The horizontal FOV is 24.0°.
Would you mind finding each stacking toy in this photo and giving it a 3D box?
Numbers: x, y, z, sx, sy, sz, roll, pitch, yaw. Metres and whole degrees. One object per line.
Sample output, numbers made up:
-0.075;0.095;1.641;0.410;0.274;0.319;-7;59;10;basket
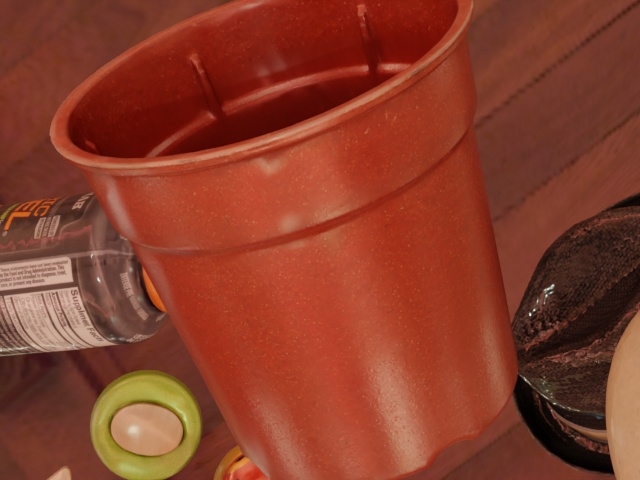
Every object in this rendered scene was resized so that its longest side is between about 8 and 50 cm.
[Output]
-0.180;0.312;1.705;0.279;0.130;0.309;42;85;-6;stacking toy

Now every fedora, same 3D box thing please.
0.304;0.071;1.539;0.334;0.152;0.334;-19;58;33;fedora

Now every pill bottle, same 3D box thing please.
-0.210;0.027;1.261;0.245;0.130;0.131;-7;86;21;pill bottle

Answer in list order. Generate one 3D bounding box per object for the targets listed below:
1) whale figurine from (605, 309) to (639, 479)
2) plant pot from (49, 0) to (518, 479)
0.261;0.078;0.735;0.141;0.272;0.216;-22;89;48;whale figurine
0.000;0.000;0.979;0.272;0.272;0.265;-15;115;8;plant pot
